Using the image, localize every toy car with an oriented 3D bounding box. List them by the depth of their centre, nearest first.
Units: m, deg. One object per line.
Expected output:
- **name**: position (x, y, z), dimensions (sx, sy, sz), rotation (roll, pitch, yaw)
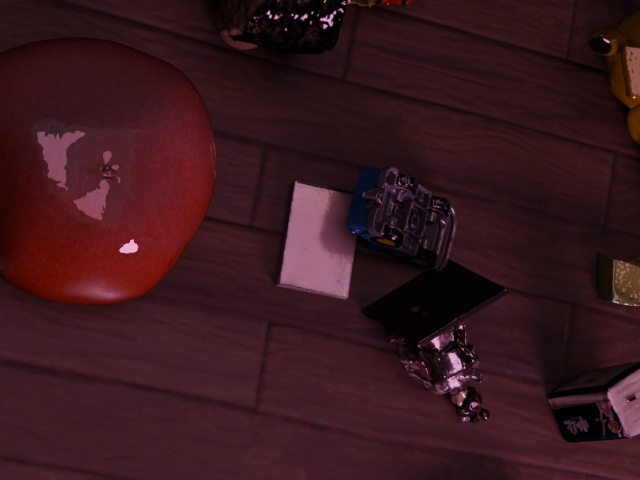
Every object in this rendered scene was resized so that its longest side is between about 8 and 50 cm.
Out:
- **toy car**: position (0.102, -0.031, 1.698), dimensions (0.191, 0.100, 0.097), rotation (29, 72, -45)

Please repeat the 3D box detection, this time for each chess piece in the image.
- **chess piece**: position (-0.106, -0.307, 1.717), dimensions (0.083, 0.038, 0.084), rotation (2, 81, -14)

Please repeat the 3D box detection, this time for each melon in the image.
- **melon**: position (0.495, 0.026, 1.833), dimensions (0.209, 0.064, 0.118), rotation (-26, 91, -16)

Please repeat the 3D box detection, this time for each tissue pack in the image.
- **tissue pack**: position (0.403, 0.225, 1.717), dimensions (0.103, 0.170, 0.090), rotation (-26, 90, -21)

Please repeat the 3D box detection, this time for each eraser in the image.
- **eraser**: position (0.000, 0.000, 1.709), dimensions (0.104, 0.023, 0.150), rotation (12, 79, -14)

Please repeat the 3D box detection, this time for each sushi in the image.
- **sushi**: position (-0.056, -0.406, 1.632), dimensions (0.171, 0.211, 0.350), rotation (1, 66, -12)

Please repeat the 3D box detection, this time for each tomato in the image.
- **tomato**: position (-0.279, -0.091, 1.508), dimensions (0.341, 0.273, 0.341), rotation (2, 81, -16)

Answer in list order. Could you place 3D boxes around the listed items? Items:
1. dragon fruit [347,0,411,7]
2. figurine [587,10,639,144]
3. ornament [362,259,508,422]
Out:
- **dragon fruit**: position (0.099, -0.423, 1.726), dimensions (0.172, 0.172, 0.209), rotation (6, 94, -16)
- **figurine**: position (0.510, -0.223, 1.817), dimensions (0.218, 0.169, 0.327), rotation (-32, 92, -23)
- **ornament**: position (0.177, 0.163, 1.713), dimensions (0.166, 0.153, 0.196), rotation (-28, 114, -17)
